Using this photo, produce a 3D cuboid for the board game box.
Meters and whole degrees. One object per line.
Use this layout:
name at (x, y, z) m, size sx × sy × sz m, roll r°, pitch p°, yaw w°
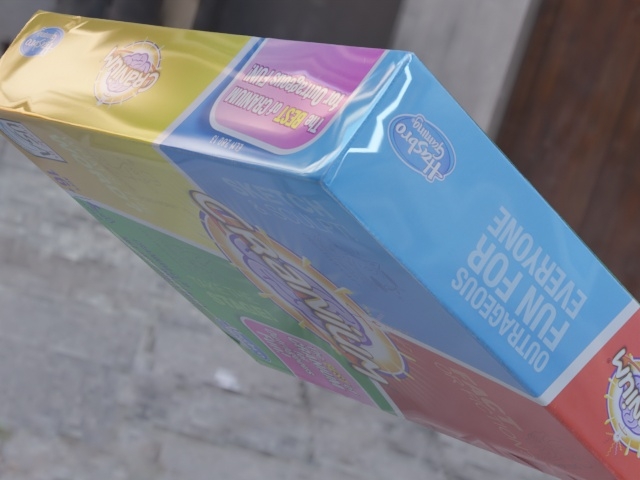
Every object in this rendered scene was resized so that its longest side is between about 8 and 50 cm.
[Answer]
board game box at (0.000, 0.000, 0.827) m, size 0.242 × 0.064 × 0.316 m, roll 44°, pitch -17°, yaw -32°
